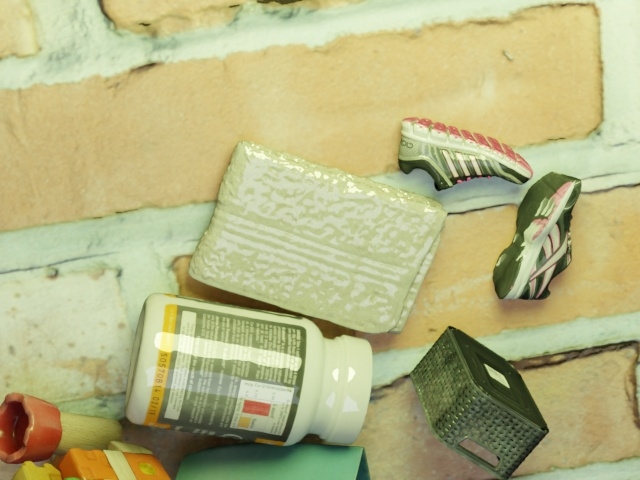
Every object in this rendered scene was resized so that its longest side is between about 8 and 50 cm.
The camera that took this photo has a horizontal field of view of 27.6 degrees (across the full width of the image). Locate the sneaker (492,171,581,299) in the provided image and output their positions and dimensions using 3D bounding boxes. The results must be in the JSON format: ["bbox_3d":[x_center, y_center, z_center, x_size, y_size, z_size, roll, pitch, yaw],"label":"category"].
[{"bbox_3d":[0.280,-0.003,1.607,0.077,0.072,0.178,13,119,-24],"label":"sneaker"}]

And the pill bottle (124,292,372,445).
[{"bbox_3d":[-0.087,0.162,1.572,0.278,0.162,0.162,11,111,-10],"label":"pill bottle"}]

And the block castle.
[{"bbox_3d":[-0.301,0.419,1.490,0.212,0.453,0.303,17,115,-44],"label":"block castle"}]

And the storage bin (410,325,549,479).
[{"bbox_3d":[0.194,0.198,1.608,0.122,0.180,0.084,33,106,-18],"label":"storage bin"}]

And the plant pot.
[{"bbox_3d":[-0.067,0.353,1.627,0.234,0.165,0.166,6,140,15],"label":"plant pot"}]

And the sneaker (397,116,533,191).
[{"bbox_3d":[0.167,-0.090,1.552,0.170,0.063,0.075,17,109,-8],"label":"sneaker"}]

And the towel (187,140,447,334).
[{"bbox_3d":[0.000,0.000,1.578,0.282,0.049,0.187,18,108,-12],"label":"towel"}]
